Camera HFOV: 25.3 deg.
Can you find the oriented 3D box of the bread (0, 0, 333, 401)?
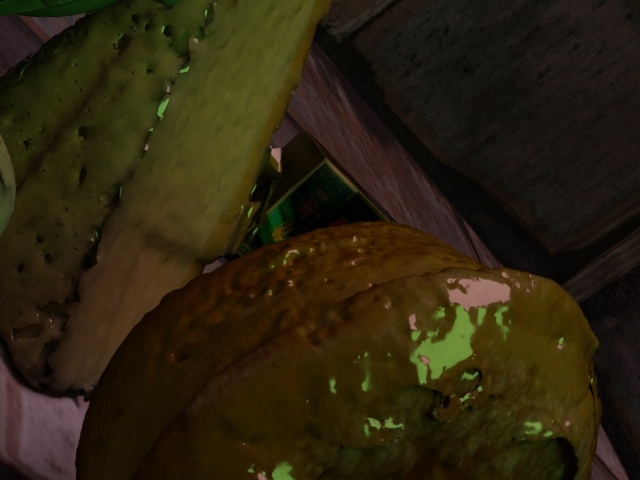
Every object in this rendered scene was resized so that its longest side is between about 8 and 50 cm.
[{"bbox_3d":[-0.105,-0.046,1.096,0.248,0.315,0.279,20,47,-66],"label":"bread"}]

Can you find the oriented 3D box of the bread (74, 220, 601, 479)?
[{"bbox_3d":[0.007,0.155,0.918,0.204,0.358,0.337,40,-28,50],"label":"bread"}]

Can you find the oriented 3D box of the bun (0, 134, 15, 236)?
[{"bbox_3d":[-0.289,-0.081,0.835,0.244,0.153,0.244,51,-9,11],"label":"bun"}]

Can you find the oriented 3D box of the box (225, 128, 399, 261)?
[{"bbox_3d":[0.000,0.000,1.656,0.240,0.159,0.071,42,11,-43],"label":"box"}]

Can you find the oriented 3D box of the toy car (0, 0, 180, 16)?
[{"bbox_3d":[-0.244,-0.232,0.960,0.176,0.358,0.213,-79,152,-42],"label":"toy car"}]
